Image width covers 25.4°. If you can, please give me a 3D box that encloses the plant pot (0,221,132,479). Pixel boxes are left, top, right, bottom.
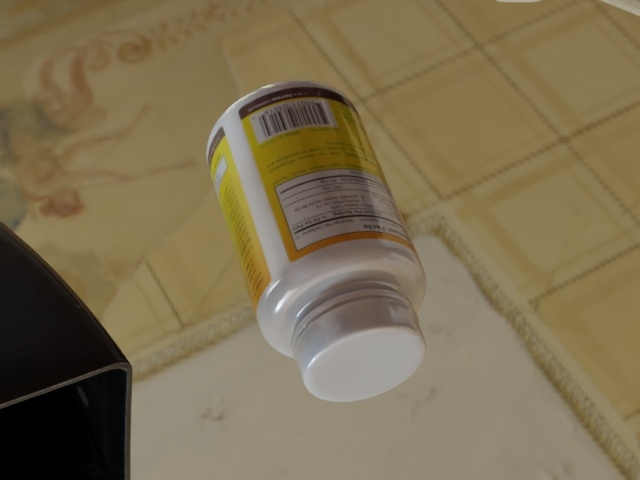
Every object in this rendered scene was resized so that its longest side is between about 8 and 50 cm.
[{"bbox_3d":[-0.235,0.093,0.878,0.187,0.188,0.167,-19,-123,-22],"label":"plant pot"}]

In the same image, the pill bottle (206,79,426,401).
[{"bbox_3d":[0.000,0.000,0.975,0.117,0.117,0.215,-13,-127,-9],"label":"pill bottle"}]

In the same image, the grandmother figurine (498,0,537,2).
[{"bbox_3d":[0.098,-0.356,1.119,0.104,0.342,0.208,-21,-139,24],"label":"grandmother figurine"}]

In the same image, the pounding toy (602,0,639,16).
[{"bbox_3d":[0.114,-0.160,0.547,0.206,0.181,0.094,-29,-159,-15],"label":"pounding toy"}]
